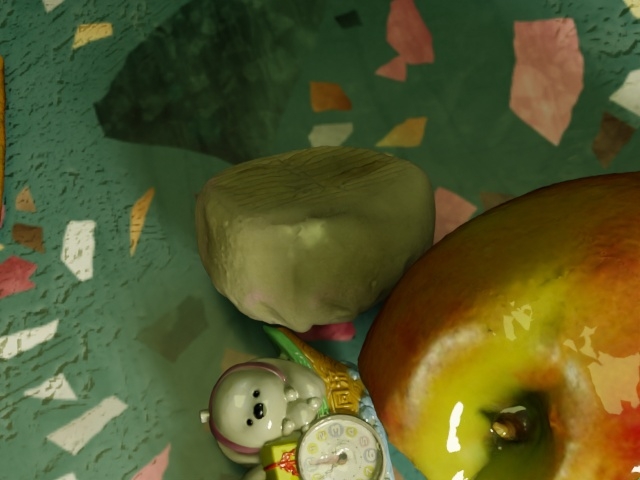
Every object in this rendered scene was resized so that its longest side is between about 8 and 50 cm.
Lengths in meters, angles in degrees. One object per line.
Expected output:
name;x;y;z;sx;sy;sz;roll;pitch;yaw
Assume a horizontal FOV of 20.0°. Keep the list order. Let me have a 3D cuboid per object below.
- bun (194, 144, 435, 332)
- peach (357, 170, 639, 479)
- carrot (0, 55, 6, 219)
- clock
bun;0.000;0.000;1.498;0.193;0.178;0.128;-18;115;-26
peach;0.212;0.066;1.392;0.306;0.380;0.242;-39;76;18
carrot;-0.295;-0.087;1.584;0.042;0.042;0.170;-3;76;1
clock;-0.018;0.179;1.467;0.144;0.103;0.231;-9;75;-9
